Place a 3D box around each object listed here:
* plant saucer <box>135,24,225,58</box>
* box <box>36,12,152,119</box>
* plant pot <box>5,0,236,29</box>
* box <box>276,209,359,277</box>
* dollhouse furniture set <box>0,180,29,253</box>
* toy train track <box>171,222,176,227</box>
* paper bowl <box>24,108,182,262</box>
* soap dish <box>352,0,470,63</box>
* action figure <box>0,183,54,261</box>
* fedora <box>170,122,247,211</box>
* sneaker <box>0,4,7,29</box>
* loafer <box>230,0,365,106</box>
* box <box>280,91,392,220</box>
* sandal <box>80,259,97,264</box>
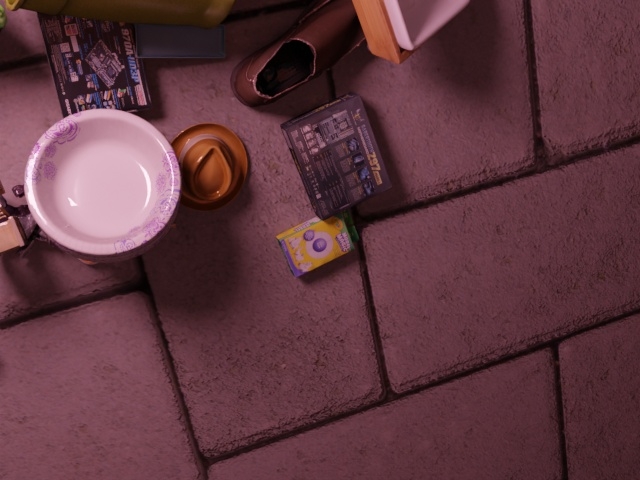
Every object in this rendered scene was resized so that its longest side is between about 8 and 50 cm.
[{"bbox_3d":[-0.276,-0.395,1.547,0.192,0.018,0.067,-8,108,-33],"label":"plant saucer"},{"bbox_3d":[-0.435,-0.349,1.517,0.175,0.051,0.220,-14,112,-15],"label":"box"},{"bbox_3d":[-0.319,-0.530,1.353,0.353,0.366,0.366,9,105,-32],"label":"plant pot"},{"bbox_3d":[0.000,0.000,1.797,0.179,0.043,0.105,-27,115,-10],"label":"box"},{"bbox_3d":[-0.658,-0.032,1.440,0.182,0.101,0.161,-22,96,-14],"label":"dollhouse furniture set"},{"bbox_3d":[-0.352,-0.037,1.677,0.083,0.014,0.048,4,114,-15],"label":"toy train track"},{"bbox_3d":[-0.412,-0.098,1.506,0.284,0.148,0.284,2,79,-12],"label":"paper bowl"},{"bbox_3d":[0.173,-0.517,1.576,0.291,0.118,0.229,-46,123,-38],"label":"soap dish"},{"bbox_3d":[-0.636,-0.056,1.525,0.285,0.099,0.185,29,92,-29],"label":"action figure"},{"bbox_3d":[-0.235,-0.147,1.642,0.194,0.079,0.194,-6,109,-18],"label":"fedora"},{"bbox_3d":[-0.760,-0.345,1.268,0.482,0.185,0.202,-6,128,-14],"label":"sneaker"},{"bbox_3d":[-0.013,-0.390,1.606,0.366,0.130,0.134,-41,116,-2],"label":"loafer"},{"bbox_3d":[0.037,-0.186,1.734,0.183,0.059,0.233,-27,114,-9],"label":"box"},{"bbox_3d":[-0.421,-0.062,1.607,0.102,0.076,0.265,35,94,-26],"label":"sandal"}]
